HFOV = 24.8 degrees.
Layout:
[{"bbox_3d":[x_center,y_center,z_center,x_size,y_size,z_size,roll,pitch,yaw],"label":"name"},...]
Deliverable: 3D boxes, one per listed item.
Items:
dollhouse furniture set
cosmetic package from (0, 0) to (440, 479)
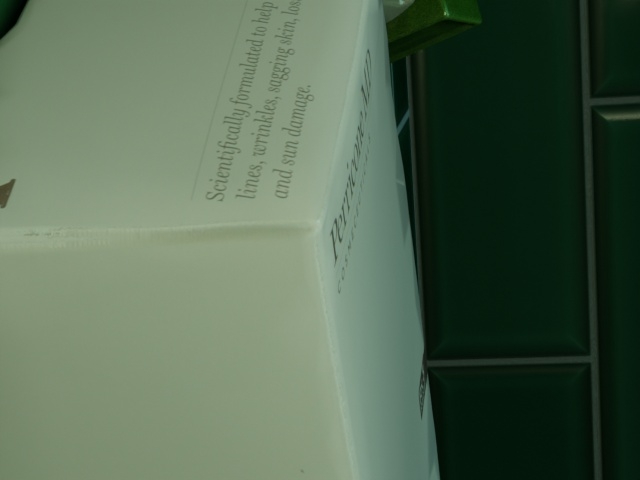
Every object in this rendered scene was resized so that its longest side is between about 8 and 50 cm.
[{"bbox_3d":[0.004,-0.281,1.386,0.301,0.151,0.198,-5,79,-59],"label":"dollhouse furniture set"},{"bbox_3d":[-0.036,0.075,0.663,0.217,0.156,0.385,-81,167,-48],"label":"cosmetic package"}]
